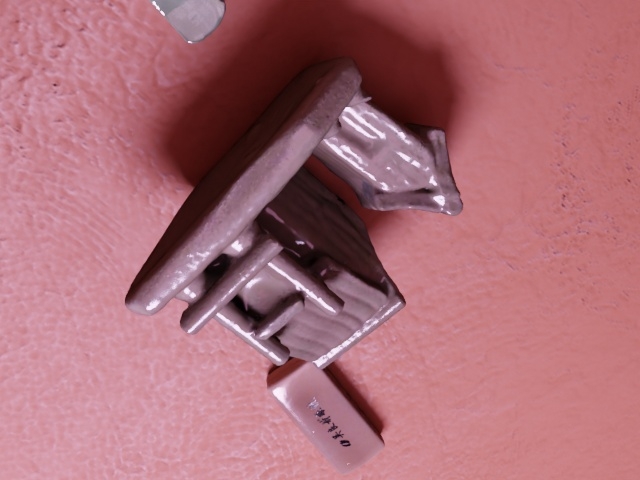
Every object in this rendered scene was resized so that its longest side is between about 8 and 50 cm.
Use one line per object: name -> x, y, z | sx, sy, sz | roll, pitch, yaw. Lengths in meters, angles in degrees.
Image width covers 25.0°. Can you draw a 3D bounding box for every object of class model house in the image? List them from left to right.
model house -> -0.005, -0.006, 1.016 | 0.188, 0.122, 0.229 | 37, 103, -29

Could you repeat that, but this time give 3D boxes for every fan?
fan -> -0.138, -0.200, 0.943 | 0.038, 0.016, 0.193 | -45, 119, 10

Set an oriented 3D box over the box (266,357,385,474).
box -> 0.005, 0.139, 1.152 | 0.048, 0.025, 0.115 | -32, 120, 8
